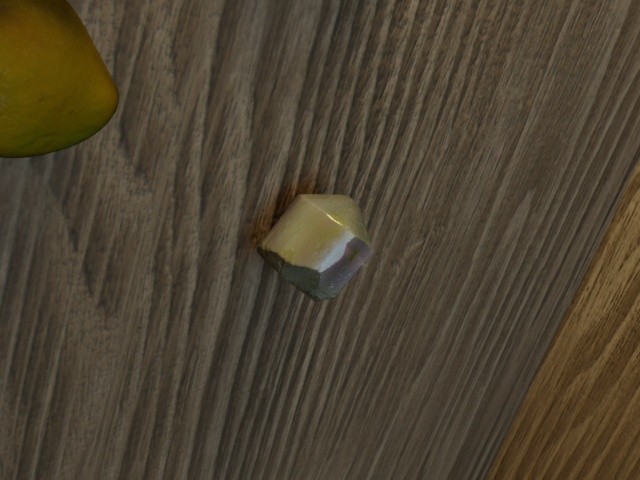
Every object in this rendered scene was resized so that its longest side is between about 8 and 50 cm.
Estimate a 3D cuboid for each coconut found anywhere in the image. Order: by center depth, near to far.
[{"bbox_3d":[0.000,0.000,1.346,0.153,0.147,0.147,-49,146,-2],"label":"coconut"}]

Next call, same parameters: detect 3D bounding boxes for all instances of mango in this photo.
[{"bbox_3d":[-0.300,-0.164,0.865,0.177,0.119,0.317,-59,155,2],"label":"mango"}]
